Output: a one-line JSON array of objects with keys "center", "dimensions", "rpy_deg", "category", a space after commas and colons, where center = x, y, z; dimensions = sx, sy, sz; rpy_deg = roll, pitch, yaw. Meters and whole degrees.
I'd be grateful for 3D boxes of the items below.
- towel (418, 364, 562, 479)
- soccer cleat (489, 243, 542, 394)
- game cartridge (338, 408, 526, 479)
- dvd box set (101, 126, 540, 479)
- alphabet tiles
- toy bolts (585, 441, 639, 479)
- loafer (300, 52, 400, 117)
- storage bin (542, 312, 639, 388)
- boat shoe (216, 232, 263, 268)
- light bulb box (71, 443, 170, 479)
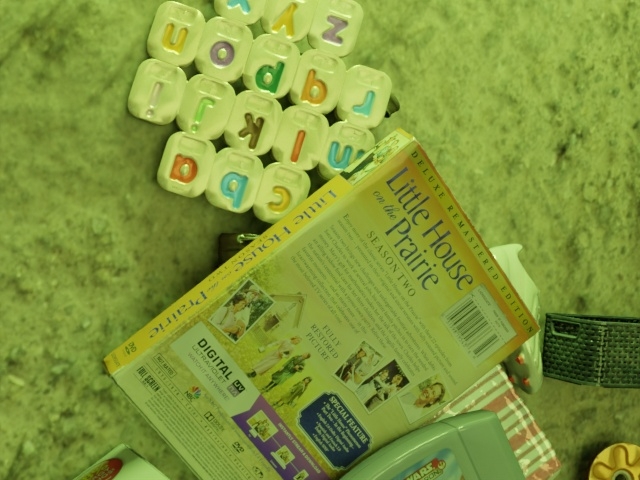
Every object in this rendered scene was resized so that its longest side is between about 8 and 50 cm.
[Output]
[{"center": [0.203, 0.250, 1.670], "dimensions": [0.144, 0.029, 0.197], "rpy_deg": [-32, 92, -20], "category": "towel"}, {"center": [0.255, 0.099, 1.677], "dimensions": [0.076, 0.068, 0.196], "rpy_deg": [-22, 99, -24], "category": "soccer cleat"}, {"center": [0.111, 0.331, 1.519], "dimensions": [0.297, 0.062, 0.198], "rpy_deg": [-30, 109, -20], "category": "game cartridge"}, {"center": [0.010, 0.116, 1.495], "dimensions": [0.420, 0.062, 0.307], "rpy_deg": [-39, 118, -3], "category": "dvd box set"}, {"center": [-0.067, -0.166, 1.508], "dimensions": [0.284, 0.021, 0.277], "rpy_deg": [18, 83, -10], "category": "alphabet tiles"}, {"center": [0.356, 0.361, 1.661], "dimensions": [0.229, 0.158, 0.218], "rpy_deg": [9, 83, -12], "category": "toy bolts"}, {"center": [0.023, -0.174, 1.568], "dimensions": [0.148, 0.056, 0.050], "rpy_deg": [21, 85, -13], "category": "loafer"}, {"center": [0.388, 0.143, 1.706], "dimensions": [0.180, 0.122, 0.084], "rpy_deg": [5, 90, -24], "category": "storage bin"}, {"center": [0.003, 0.000, 1.545], "dimensions": [0.258, 0.095, 0.095], "rpy_deg": [-13, 94, -22], "category": "boat shoe"}, {"center": [-0.229, 0.476, 1.394], "dimensions": [0.358, 0.225, 0.361], "rpy_deg": [-35, 107, -17], "category": "light bulb box"}]
